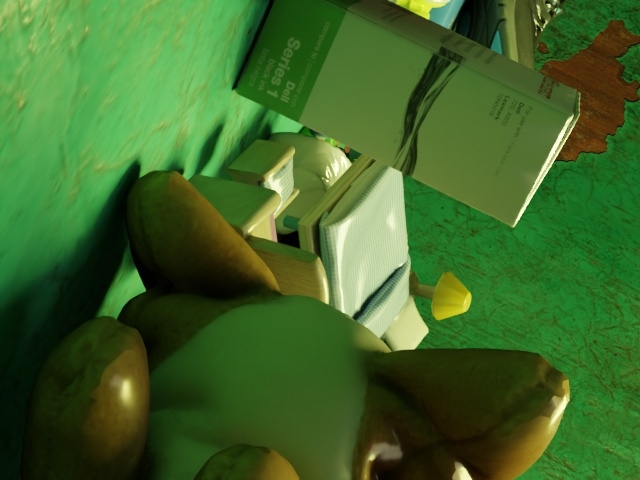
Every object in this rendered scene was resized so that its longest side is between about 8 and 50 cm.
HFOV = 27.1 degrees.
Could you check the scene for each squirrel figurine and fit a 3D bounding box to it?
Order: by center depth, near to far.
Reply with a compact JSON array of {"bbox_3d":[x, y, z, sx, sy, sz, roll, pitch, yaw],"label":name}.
[{"bbox_3d":[-0.099,0.222,0.760,0.370,0.281,0.397,-51,167,-36],"label":"squirrel figurine"}]

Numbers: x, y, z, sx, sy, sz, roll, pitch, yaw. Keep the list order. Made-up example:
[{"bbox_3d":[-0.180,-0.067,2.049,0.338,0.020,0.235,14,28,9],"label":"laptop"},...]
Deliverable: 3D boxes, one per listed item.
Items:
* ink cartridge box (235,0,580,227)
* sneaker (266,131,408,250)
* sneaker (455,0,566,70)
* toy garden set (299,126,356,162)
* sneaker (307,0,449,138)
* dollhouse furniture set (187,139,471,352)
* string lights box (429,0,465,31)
[{"bbox_3d":[0.070,-0.108,0.966,0.093,0.219,0.160,-65,174,17],"label":"ink cartridge box"},{"bbox_3d":[0.000,0.000,1.200,0.232,0.090,0.115,44,63,-50],"label":"sneaker"},{"bbox_3d":[0.232,-0.282,1.523,0.125,0.139,0.341,125,-27,-54],"label":"sneaker"},{"bbox_3d":[-0.018,-0.003,1.336,0.244,0.049,0.204,-56,158,-55],"label":"toy garden set"},{"bbox_3d":[0.040,-0.190,1.148,0.126,0.091,0.240,-20,-138,60],"label":"sneaker"},{"bbox_3d":[0.059,0.036,1.009,0.303,0.198,0.286,-47,144,-43],"label":"dollhouse furniture set"},{"bbox_3d":[0.121,-0.276,1.424,0.133,0.076,0.260,-57,173,-48],"label":"string lights box"}]
